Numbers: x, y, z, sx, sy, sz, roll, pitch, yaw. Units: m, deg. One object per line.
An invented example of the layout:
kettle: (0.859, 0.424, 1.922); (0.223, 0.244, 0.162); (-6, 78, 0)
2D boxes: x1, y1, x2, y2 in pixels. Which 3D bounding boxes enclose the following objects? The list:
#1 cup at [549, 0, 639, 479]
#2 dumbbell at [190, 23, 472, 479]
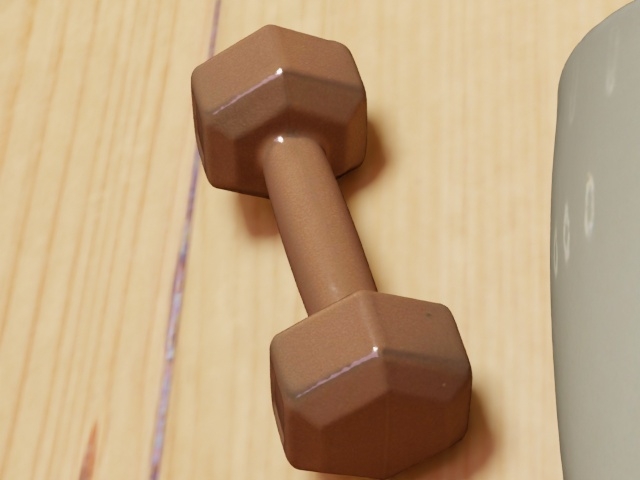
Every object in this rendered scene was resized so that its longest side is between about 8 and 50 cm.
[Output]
cup: (0.207, 0.052, 0.618); (0.258, 0.186, 0.234); (4, 67, 2)
dumbbell: (0.000, 0.000, 0.822); (0.082, 0.092, 0.231); (-10, 50, -10)
